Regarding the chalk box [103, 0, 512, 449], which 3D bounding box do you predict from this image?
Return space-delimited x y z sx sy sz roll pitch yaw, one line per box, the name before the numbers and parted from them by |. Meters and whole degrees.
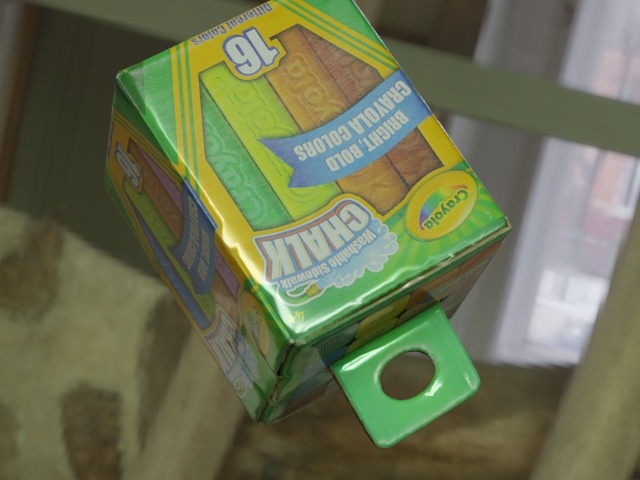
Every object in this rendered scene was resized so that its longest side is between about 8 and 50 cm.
chalk box | 0.000 0.000 0.887 0.132 0.213 0.132 -29 -16 -21
